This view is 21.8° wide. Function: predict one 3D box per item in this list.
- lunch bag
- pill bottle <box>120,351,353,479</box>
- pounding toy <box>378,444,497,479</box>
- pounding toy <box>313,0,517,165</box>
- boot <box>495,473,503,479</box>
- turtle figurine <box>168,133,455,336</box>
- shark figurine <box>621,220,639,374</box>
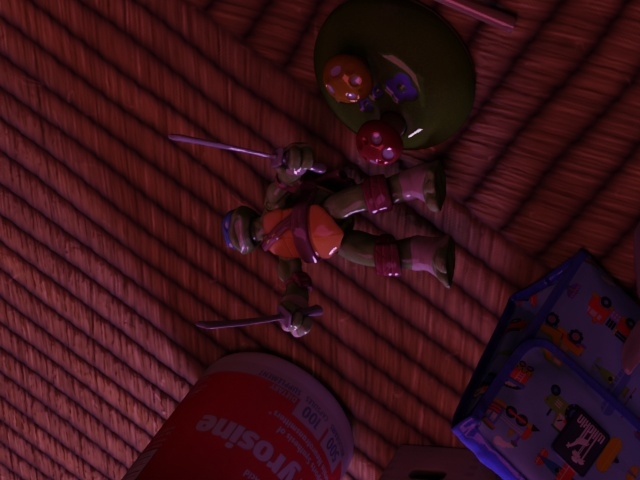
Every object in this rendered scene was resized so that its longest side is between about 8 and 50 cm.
[{"bbox_3d":[0.263,0.192,1.740,0.221,0.293,0.138,43,136,-6],"label":"lunch bag"},{"bbox_3d":[-0.140,0.343,2.035,0.229,0.408,0.229,17,133,19],"label":"pill bottle"},{"bbox_3d":[0.142,0.368,2.104,0.181,0.094,0.206,0,124,32],"label":"pounding toy"},{"bbox_3d":[0.067,-0.167,1.699,0.183,0.110,0.237,33,136,4],"label":"pounding toy"},{"bbox_3d":[0.230,0.237,1.961,0.137,0.077,0.198,-24,109,48],"label":"boot"},{"bbox_3d":[0.000,0.000,1.792,0.266,0.198,0.274,-5,166,15],"label":"turtle figurine"},{"bbox_3d":[0.408,0.101,1.658,0.278,0.116,0.166,31,95,14],"label":"shark figurine"}]
